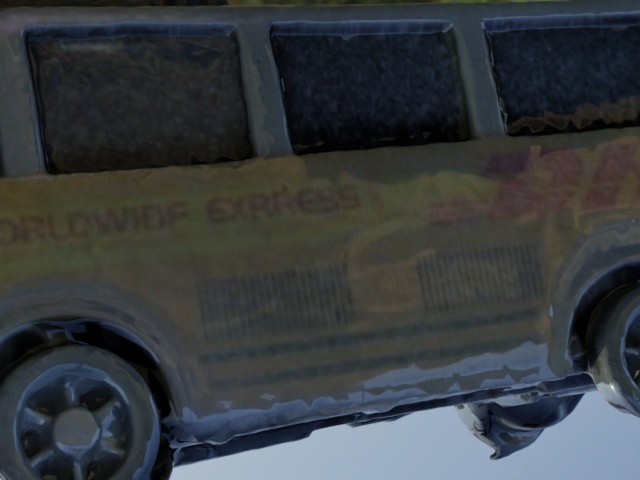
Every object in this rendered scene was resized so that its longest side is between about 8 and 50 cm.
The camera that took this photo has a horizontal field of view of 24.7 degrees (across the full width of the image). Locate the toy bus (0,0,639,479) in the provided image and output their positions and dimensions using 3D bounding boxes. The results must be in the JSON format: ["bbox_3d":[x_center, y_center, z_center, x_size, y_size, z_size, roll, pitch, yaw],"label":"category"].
[{"bbox_3d":[0.000,0.000,0.402,0.342,0.138,0.097,-4,172,-22],"label":"toy bus"}]
